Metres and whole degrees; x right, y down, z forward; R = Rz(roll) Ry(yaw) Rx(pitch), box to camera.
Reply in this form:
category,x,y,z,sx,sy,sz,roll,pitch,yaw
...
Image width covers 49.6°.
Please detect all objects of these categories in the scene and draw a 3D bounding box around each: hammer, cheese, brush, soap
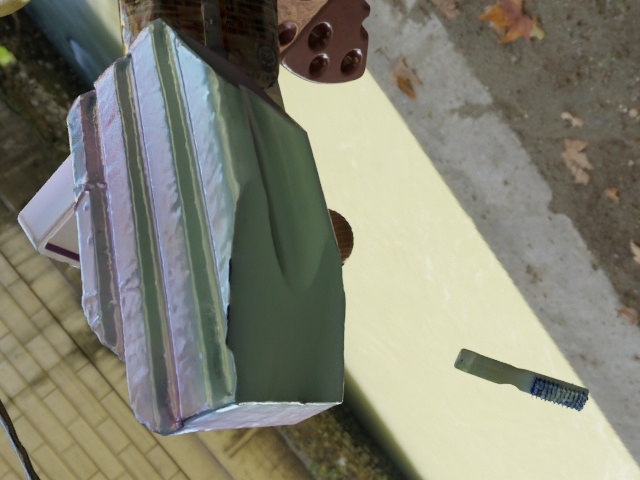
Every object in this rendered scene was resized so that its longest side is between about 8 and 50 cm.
category,x,y,z,sx,sy,sz,roll,pitch,yaw
hammer,-0.305,0.235,0.720,0.292,0.029,0.058,46,133,31
cheese,-0.001,-0.323,1.043,0.128,0.203,0.177,39,177,29
brush,0.265,0.186,0.912,0.178,0.030,0.033,18,111,2
soap,-0.093,-0.013,0.531,0.193,0.109,0.324,-34,57,32

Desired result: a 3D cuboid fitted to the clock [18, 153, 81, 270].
category,x,y,z,sx,sy,sz,roll,pitch,yaw
clock,-0.255,-0.029,0.871,0.063,0.150,0.197,44,-176,30

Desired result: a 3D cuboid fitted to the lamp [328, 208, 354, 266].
category,x,y,z,sx,sy,sz,roll,pitch,yaw
lamp,0.000,0.000,1.359,0.136,0.136,0.136,41,156,22

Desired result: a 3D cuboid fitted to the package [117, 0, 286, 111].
category,x,y,z,sx,sy,sz,roll,pitch,yaw
package,-0.129,-0.236,0.788,0.108,0.223,0.288,-4,90,57

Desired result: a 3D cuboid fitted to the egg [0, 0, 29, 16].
category,x,y,z,sx,sy,sz,roll,pitch,yaw
egg,-0.554,-0.511,1.072,0.250,0.250,0.322,24,127,47
